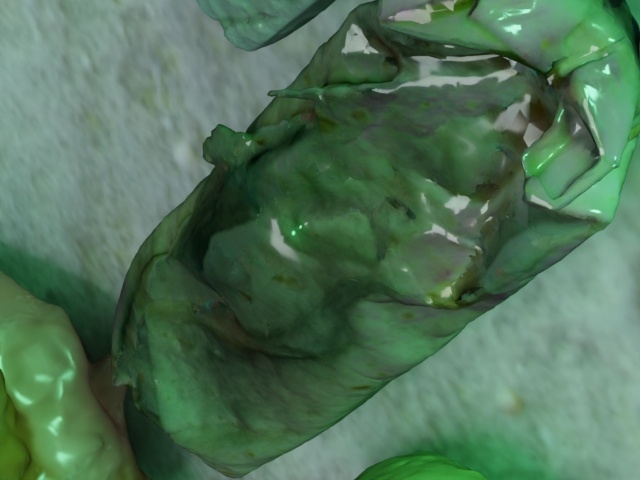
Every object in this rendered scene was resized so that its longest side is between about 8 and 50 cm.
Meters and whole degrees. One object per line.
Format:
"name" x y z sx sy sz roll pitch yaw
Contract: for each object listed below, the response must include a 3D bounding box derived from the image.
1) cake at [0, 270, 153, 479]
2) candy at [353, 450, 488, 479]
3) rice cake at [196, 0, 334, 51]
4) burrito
"cake" -0.237 0.169 0.803 0.307 0.293 0.314 20 131 45
"candy" 0.091 0.238 0.611 0.343 0.142 0.132 56 159 -4
"rice cake" 0.037 -0.105 0.441 0.042 0.045 0.245 57 145 -6
"burrito" 0.003 0.001 0.561 0.096 0.066 0.309 47 148 3
